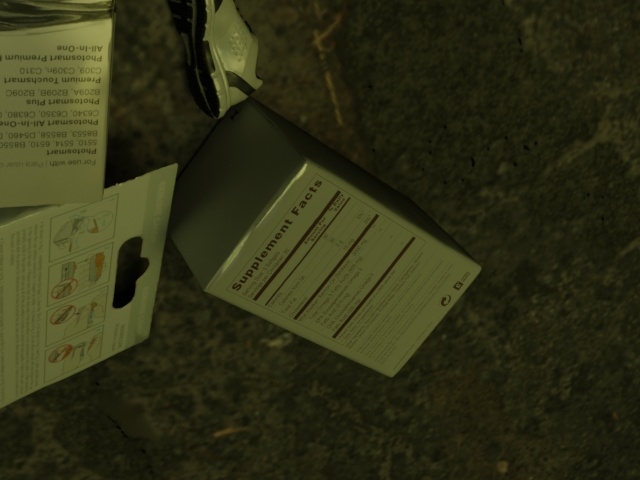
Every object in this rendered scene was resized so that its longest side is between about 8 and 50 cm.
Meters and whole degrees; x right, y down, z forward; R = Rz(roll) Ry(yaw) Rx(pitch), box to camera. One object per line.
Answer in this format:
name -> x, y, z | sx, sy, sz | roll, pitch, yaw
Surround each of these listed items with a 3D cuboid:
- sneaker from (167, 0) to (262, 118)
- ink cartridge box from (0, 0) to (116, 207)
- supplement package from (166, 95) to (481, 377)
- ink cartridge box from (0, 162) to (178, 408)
sneaker -> -0.062, -0.130, 0.607 | 0.044, 0.040, 0.109 | -31, 136, -28
ink cartridge box -> -0.155, -0.135, 0.475 | 0.086, 0.148, 0.203 | -4, 122, -27
supplement package -> 0.000, 0.000, 0.676 | 0.179, 0.105, 0.105 | 30, 104, -38
ink cartridge box -> -0.207, 0.039, 0.603 | 0.232, 0.066, 0.189 | -30, 154, -36
